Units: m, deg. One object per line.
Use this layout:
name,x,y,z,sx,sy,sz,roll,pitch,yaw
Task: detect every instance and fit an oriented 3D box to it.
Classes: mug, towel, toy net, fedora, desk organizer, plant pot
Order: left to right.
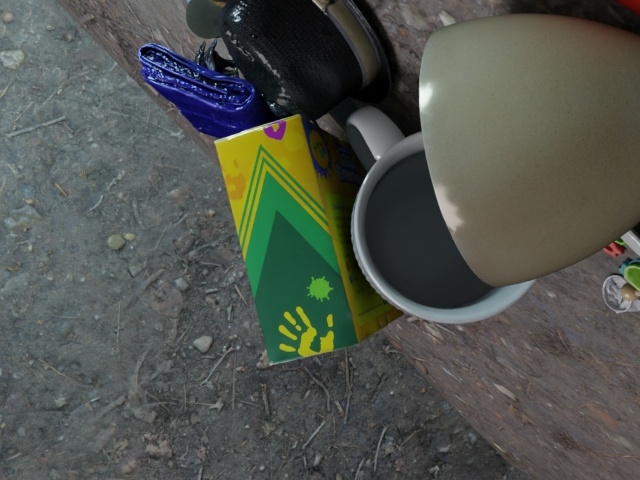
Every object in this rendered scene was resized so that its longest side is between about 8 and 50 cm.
towel,-0.181,-0.235,1.256,0.228,0.076,0.308,25,177,14
fedora,-0.047,-0.312,1.114,0.334,0.152,0.334,41,169,10
desk organizer,0.041,-0.244,1.327,0.130,0.047,0.050,46,170,-13
mug,0.159,-0.053,1.110,0.374,0.276,0.328,55,179,4
plant pot,0.248,-0.105,0.694,0.191,0.284,0.284,-11,134,32
toy net,0.454,0.061,1.036,0.122,0.045,0.232,38,168,23

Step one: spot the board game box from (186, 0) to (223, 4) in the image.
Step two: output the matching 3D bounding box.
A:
board game box,-0.240,-0.498,1.405,0.103,0.026,0.154,40,168,14

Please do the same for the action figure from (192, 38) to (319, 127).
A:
action figure,-0.110,-0.313,1.378,0.276,0.141,0.164,24,169,-27

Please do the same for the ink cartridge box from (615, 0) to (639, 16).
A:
ink cartridge box,0.099,-0.312,0.566,0.385,0.091,0.308,41,-175,21

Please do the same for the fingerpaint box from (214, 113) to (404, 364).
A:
fingerpaint box,0.000,0.000,1.274,0.445,0.163,0.371,-2,-102,-74

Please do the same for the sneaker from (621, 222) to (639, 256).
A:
sneaker,0.440,0.032,0.798,0.290,0.106,0.123,36,168,6

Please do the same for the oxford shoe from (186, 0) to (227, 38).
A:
oxford shoe,-0.185,-0.425,1.338,0.212,0.076,0.076,25,116,39
